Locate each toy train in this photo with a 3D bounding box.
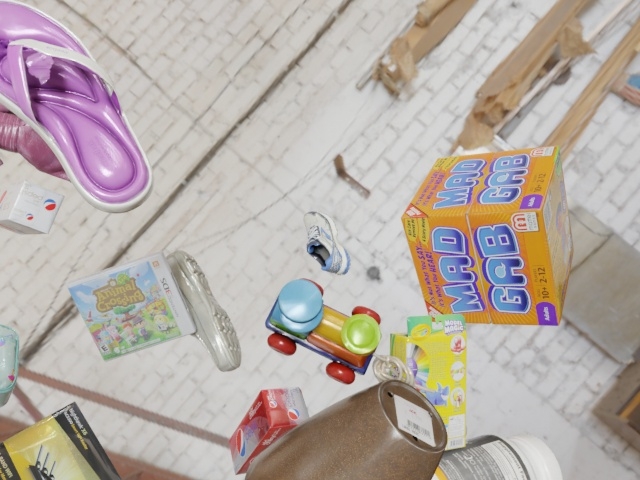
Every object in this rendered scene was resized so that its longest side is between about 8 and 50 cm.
[{"bbox_3d":[0.051,0.128,0.783,0.105,0.248,0.143,-63,-3,-16],"label":"toy train"}]

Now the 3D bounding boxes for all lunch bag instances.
[{"bbox_3d":[-0.912,0.300,1.551,0.279,0.224,0.108,15,-50,-32],"label":"lunch bag"}]

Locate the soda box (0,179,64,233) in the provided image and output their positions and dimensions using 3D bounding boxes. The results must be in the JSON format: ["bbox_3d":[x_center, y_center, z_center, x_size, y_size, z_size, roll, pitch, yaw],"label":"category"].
[{"bbox_3d":[-0.527,-0.055,1.097,0.216,0.069,0.074,0,69,54],"label":"soda box"}]

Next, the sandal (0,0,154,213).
[{"bbox_3d":[-0.403,-0.234,0.980,0.169,0.416,0.102,-40,0,-22],"label":"sandal"}]

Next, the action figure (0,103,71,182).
[{"bbox_3d":[-0.804,-0.272,1.628,0.276,0.370,0.248,135,138,-64],"label":"action figure"}]

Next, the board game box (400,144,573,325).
[{"bbox_3d":[0.484,-0.013,1.732,0.356,0.356,0.356,-3,31,30],"label":"board game box"}]

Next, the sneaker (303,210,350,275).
[{"bbox_3d":[0.000,0.000,1.051,0.058,0.135,0.052,1,-44,-41],"label":"sneaker"}]

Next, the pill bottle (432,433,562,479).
[{"bbox_3d":[0.265,0.424,1.053,0.278,0.162,0.162,-4,-33,-30],"label":"pill bottle"}]

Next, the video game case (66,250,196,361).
[{"bbox_3d":[-0.397,0.142,1.311,0.212,0.193,0.023,-18,18,3],"label":"video game case"}]

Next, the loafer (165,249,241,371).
[{"bbox_3d":[-0.284,0.169,1.410,0.111,0.319,0.112,-35,-25,4],"label":"loafer"}]

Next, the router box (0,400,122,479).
[{"bbox_3d":[-0.651,0.600,1.538,0.243,0.309,0.081,-29,-10,-39],"label":"router box"}]

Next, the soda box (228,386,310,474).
[{"bbox_3d":[-0.115,0.406,1.311,0.092,0.083,0.263,1,-39,-27],"label":"soda box"}]

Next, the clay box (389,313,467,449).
[{"bbox_3d":[0.178,0.232,1.021,0.127,0.222,0.053,2,-2,-29],"label":"clay box"}]

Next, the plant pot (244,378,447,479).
[{"bbox_3d":[0.051,0.295,0.801,0.230,0.215,0.215,-52,-8,25],"label":"plant pot"}]

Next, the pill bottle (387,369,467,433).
[{"bbox_3d":[0.270,0.439,1.540,0.152,0.272,0.152,-11,-41,-10],"label":"pill bottle"}]
